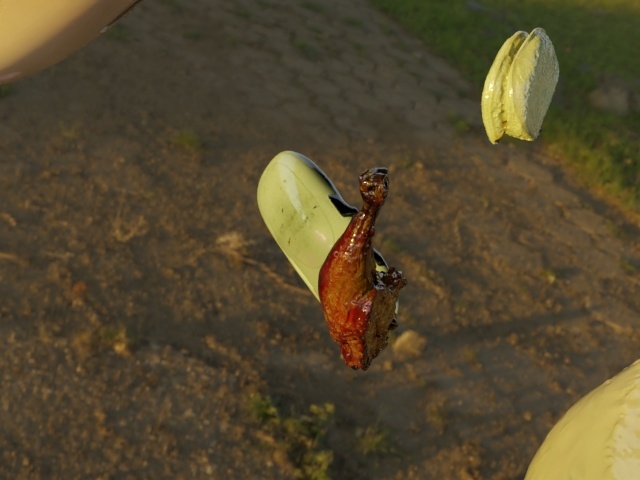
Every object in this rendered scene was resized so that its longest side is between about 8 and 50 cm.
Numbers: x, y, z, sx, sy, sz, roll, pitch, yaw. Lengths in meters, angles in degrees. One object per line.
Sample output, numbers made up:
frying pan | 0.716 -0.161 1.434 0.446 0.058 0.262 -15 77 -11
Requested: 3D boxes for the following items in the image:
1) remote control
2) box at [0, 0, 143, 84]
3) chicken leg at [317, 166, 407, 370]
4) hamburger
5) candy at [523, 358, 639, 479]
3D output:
remote control | 0.002 0.001 1.069 0.045 0.097 0.256 6 37 -47
box | -0.129 -0.157 0.441 0.146 0.200 0.088 54 16 -8
chicken leg | 0.023 0.023 0.532 0.037 0.145 0.062 30 66 25
hamburger | 0.201 -0.164 1.029 0.054 0.084 0.121 15 63 35
candy | 0.188 0.169 0.479 0.185 0.295 0.295 19 24 -22
